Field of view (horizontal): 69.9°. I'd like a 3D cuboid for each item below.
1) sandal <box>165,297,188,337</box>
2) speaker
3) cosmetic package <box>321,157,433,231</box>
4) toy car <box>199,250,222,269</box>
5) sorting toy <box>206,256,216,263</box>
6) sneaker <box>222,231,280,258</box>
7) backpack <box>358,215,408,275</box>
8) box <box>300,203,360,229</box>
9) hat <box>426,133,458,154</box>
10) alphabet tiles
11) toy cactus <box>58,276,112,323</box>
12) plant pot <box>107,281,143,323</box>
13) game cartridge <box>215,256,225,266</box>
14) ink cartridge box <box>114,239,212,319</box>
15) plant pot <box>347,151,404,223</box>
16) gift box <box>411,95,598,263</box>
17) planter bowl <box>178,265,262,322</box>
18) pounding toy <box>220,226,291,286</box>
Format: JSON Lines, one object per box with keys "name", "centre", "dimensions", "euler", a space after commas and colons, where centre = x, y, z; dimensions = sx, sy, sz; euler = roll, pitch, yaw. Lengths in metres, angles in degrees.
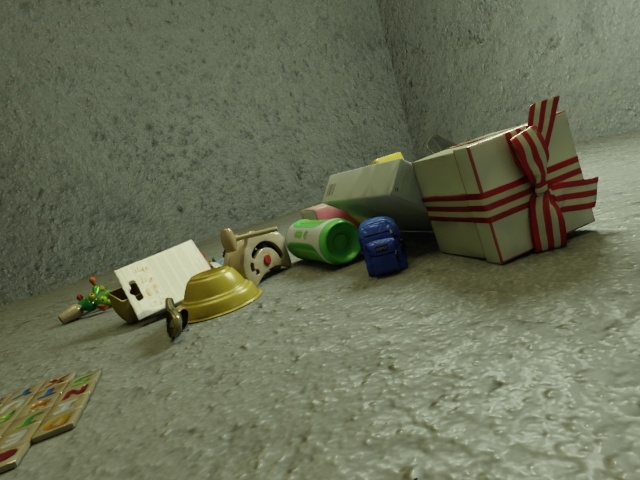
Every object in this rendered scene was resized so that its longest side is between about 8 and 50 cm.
{"name": "sandal", "centre": [-0.309, 0.168, 0.994], "dimensions": [0.049, 0.072, 0.180], "euler": [-3, 4, -23]}
{"name": "speaker", "centre": [0.000, 0.000, 1.288], "dimensions": [0.131, 0.131, 0.297], "euler": [-20, 9, -22]}
{"name": "cosmetic package", "centre": [0.211, -0.104, 1.213], "dimensions": [0.285, 0.097, 0.377], "euler": [20, -6, -23]}
{"name": "toy car", "centre": [-0.394, 0.090, 1.397], "dimensions": [0.159, 0.136, 0.182], "euler": [-22, 10, -31]}
{"name": "sorting toy", "centre": [-0.432, 0.091, 1.772], "dimensions": [0.061, 0.042, 0.102], "euler": [-20, 9, -25]}
{"name": "sneaker", "centre": [-0.256, 0.032, 1.752], "dimensions": [0.237, 0.085, 0.086], "euler": [-20, -17, -1]}
{"name": "backpack", "centre": [0.136, 0.009, 0.993], "dimensions": [0.098, 0.120, 0.101], "euler": [-15, 9, 4]}
{"name": "box", "centre": [0.066, -0.089, 1.724], "dimensions": [0.233, 0.126, 0.149], "euler": [-20, 9, -22]}
{"name": "hat", "centre": [0.548, -0.285, 1.869], "dimensions": [0.331, 0.331, 0.134], "euler": [-26, -25, -48]}
{"name": "alphabet tiles", "centre": [-0.511, 0.296, 0.719], "dimensions": [0.285, 0.011, 0.342], "euler": [-18, 9, -14]}
{"name": "toy cactus", "centre": [-0.787, 0.210, 1.538], "dimensions": [0.219, 0.112, 0.181], "euler": [5, 31, 45]}
{"name": "plant pot", "centre": [-0.508, 0.172, 1.231], "dimensions": [0.081, 0.083, 0.082], "euler": [16, 28, 37]}
{"name": "game cartridge", "centre": [-0.318, 0.083, 1.570], "dimensions": [0.083, 0.055, 0.017], "euler": [-21, 3, -28]}
{"name": "ink cartridge box", "centre": [-0.411, 0.110, 1.242], "dimensions": [0.225, 0.181, 0.056], "euler": [-27, -32, -24]}
{"name": "plant pot", "centre": [0.204, -0.150, 1.543], "dimensions": [0.212, 0.187, 0.212], "euler": [-36, -4, 35]}
{"name": "gift box", "centre": [0.377, -0.120, 0.922], "dimensions": [0.277, 0.255, 0.258], "euler": [-27, 10, -12]}
{"name": "planter bowl", "centre": [-0.261, 0.119, 1.128], "dimensions": [0.217, 0.090, 0.217], "euler": [-16, 8, 2]}
{"name": "pounding toy", "centre": [-0.163, 0.050, 1.260], "dimensions": [0.155, 0.154, 0.270], "euler": [-11, -9, 32]}
